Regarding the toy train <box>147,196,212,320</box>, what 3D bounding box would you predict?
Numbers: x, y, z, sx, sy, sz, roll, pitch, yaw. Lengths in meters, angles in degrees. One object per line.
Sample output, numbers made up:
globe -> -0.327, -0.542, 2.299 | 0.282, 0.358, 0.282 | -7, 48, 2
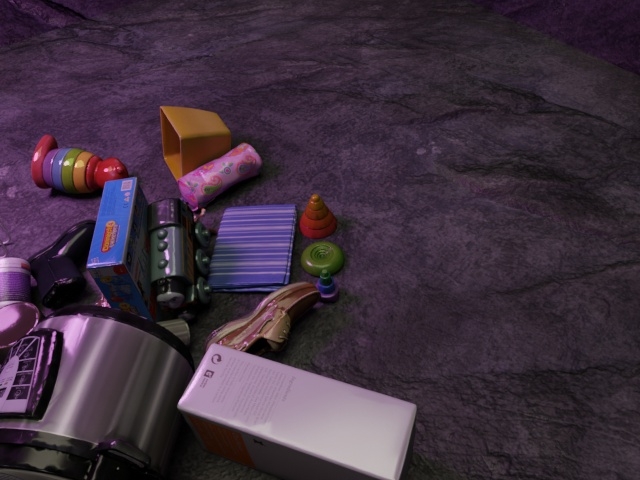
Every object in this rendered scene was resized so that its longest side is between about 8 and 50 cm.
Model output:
toy train -> -0.388, 0.045, 1.477 | 0.142, 0.190, 0.333 | -14, 60, 10

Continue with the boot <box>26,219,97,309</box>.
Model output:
boot -> -0.715, 0.069, 1.585 | 0.246, 0.094, 0.207 | -37, 51, -17

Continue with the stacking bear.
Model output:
stacking bear -> -0.790, -0.233, 1.838 | 0.289, 0.175, 0.164 | 8, 46, 2

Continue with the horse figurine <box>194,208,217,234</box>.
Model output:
horse figurine -> -0.458, -0.037, 1.682 | 0.263, 0.066, 0.174 | 9, 43, 16

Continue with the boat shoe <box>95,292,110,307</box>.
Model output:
boat shoe -> -0.582, 0.188, 1.486 | 0.066, 0.066, 0.183 | -23, 50, -14

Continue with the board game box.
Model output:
board game box -> -0.495, 0.048, 1.447 | 0.086, 0.302, 0.308 | -8, 47, -1

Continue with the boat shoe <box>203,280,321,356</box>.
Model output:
boat shoe -> -0.131, 0.229, 1.382 | 0.324, 0.122, 0.120 | -33, 58, -12

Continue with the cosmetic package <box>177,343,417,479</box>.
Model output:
cosmetic package -> -0.041, 0.393, 1.139 | 0.453, 0.230, 0.161 | 12, 50, 17

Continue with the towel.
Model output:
towel -> -0.197, 0.019, 1.632 | 0.243, 0.040, 0.336 | -2, 46, 7

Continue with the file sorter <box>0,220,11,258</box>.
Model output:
file sorter -> -1.026, 0.050, 1.572 | 0.173, 0.192, 0.277 | -11, 48, -8

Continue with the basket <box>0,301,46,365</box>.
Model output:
basket -> -0.692, 0.266, 1.316 | 0.154, 0.227, 0.204 | -22, 50, -14

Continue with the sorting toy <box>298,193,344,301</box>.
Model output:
sorting toy -> 0.000, 0.000, 1.564 | 0.127, 0.126, 0.365 | -7, 47, -1

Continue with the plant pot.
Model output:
plant pot -> -0.417, -0.328, 1.861 | 0.187, 0.212, 0.212 | -15, 47, -25

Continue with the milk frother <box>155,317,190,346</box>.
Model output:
milk frother -> -0.418, 0.276, 1.379 | 0.135, 0.143, 0.129 | -2, 67, -46

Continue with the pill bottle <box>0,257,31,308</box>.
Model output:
pill bottle -> -0.851, 0.154, 1.493 | 0.108, 0.108, 0.193 | -12, 67, -5

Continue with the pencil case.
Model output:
pencil case -> -0.330, -0.211, 1.798 | 0.284, 0.124, 0.124 | -36, 54, -24

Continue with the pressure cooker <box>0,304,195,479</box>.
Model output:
pressure cooker -> -0.469, 0.386, 1.092 | 0.376, 0.370, 0.420 | 10, 49, 0
